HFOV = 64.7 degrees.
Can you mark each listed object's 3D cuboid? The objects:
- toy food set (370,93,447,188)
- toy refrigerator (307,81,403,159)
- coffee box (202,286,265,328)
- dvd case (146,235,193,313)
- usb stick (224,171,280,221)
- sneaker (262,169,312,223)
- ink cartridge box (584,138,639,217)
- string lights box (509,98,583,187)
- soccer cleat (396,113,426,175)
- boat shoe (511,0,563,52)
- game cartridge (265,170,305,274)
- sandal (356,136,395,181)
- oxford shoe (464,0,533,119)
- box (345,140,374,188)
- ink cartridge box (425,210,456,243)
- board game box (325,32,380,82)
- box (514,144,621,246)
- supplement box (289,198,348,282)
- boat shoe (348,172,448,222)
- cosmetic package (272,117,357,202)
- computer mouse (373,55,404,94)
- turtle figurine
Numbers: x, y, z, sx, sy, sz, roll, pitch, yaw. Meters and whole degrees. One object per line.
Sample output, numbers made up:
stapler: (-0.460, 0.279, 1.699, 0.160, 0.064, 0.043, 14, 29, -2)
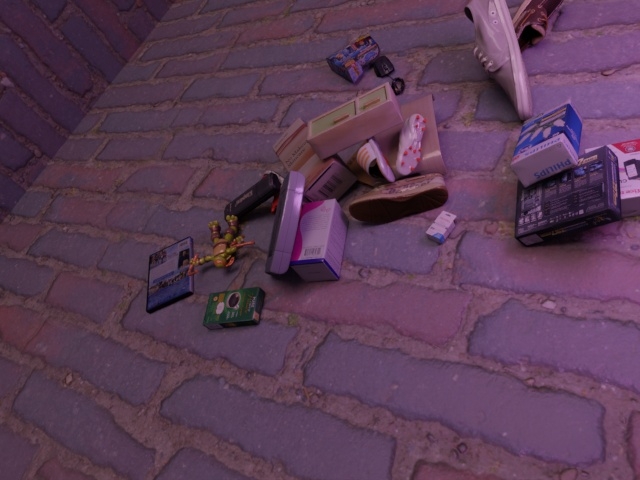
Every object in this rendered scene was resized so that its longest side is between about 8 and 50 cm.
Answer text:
toy food set: (0.265, -0.301, 1.569, 0.219, 0.092, 0.306, -16, 54, 23)
toy refrigerator: (0.094, -0.348, 1.471, 0.269, 0.094, 0.102, -21, 42, 21)
coffee box: (-0.261, 0.205, 1.524, 0.184, 0.040, 0.113, -11, 52, 23)
dvd case: (-0.522, 0.116, 1.754, 0.180, 0.022, 0.253, -25, 48, 13)
usb stick: (-0.234, -0.139, 1.699, 0.278, 0.045, 0.077, -29, 63, 39)
sneaker: (-0.132, -0.143, 1.677, 0.118, 0.107, 0.279, -52, 44, 1)
ink cartridge box: (0.718, -0.146, 1.212, 0.127, 0.072, 0.175, -9, 52, 24)
string lights box: (0.577, -0.250, 1.281, 0.133, 0.077, 0.260, -26, 19, 41)
soccer cleat: (0.254, -0.273, 1.461, 0.076, 0.068, 0.196, -10, 60, 61)
boat shoe: (0.671, -0.675, 1.617, 0.342, 0.123, 0.123, -42, 54, 0)
game cartridge: (-0.104, -0.045, 1.479, 0.198, 0.062, 0.297, 168, 114, -73)
sandal: (0.146, -0.246, 1.489, 0.076, 0.102, 0.265, -31, 42, 14)
oxford shoe: (0.535, -0.552, 1.516, 0.130, 0.169, 0.449, -18, 72, 22)
box: (0.177, -0.264, 1.643, 0.164, 0.021, 0.201, 27, 71, 38)
ink cartridge box: (0.332, -0.036, 1.378, 0.048, 0.028, 0.083, 29, 74, 41)
board game box: (0.137, -0.698, 1.958, 0.194, 0.060, 0.194, -29, 42, 9)
box: (0.581, -0.100, 1.202, 0.232, 0.059, 0.183, -24, 42, 48)
supplement box: (0.000, 0.000, 1.483, 0.111, 0.114, 0.220, -6, 55, 27)
boat shoe: (0.222, -0.124, 1.468, 0.285, 0.105, 0.089, -9, 47, 11)
cosmetic package: (-0.026, -0.256, 1.661, 0.153, 0.129, 0.296, -47, 44, 13)
computer mouse: (0.249, -0.613, 1.855, 0.071, 0.041, 0.242, -28, 48, 7)
turtle figurine: (-0.313, 0.016, 1.667, 0.269, 0.087, 0.217, -27, 40, 21)
